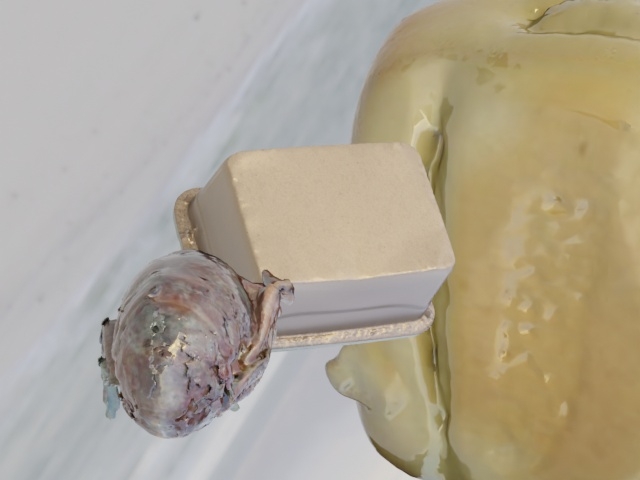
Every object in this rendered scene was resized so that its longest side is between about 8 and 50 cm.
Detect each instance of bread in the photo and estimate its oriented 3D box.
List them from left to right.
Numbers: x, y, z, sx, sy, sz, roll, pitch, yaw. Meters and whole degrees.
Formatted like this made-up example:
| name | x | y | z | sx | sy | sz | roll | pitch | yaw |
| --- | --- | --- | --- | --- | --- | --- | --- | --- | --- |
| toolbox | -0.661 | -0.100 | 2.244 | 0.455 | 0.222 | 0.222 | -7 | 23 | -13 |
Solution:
| name | x | y | z | sx | sy | sz | roll | pitch | yaw |
| --- | --- | --- | --- | --- | --- | --- | --- | --- | --- |
| bread | 0.200 | 0.001 | 1.266 | 0.253 | 0.348 | 0.376 | -34 | 126 | -51 |

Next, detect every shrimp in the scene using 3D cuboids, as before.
| name | x | y | z | sx | sy | sz | roll | pitch | yaw |
| --- | --- | --- | --- | --- | --- | --- | --- | --- | --- |
| shrimp | -0.050 | 0.040 | 0.700 | 0.190 | 0.075 | 0.073 | -139 | -126 | -84 |

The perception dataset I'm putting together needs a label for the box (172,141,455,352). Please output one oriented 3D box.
| name | x | y | z | sx | sy | sz | roll | pitch | yaw |
| --- | --- | --- | --- | --- | --- | --- | --- | --- | --- |
| box | 0.000 | 0.000 | 0.830 | 0.062 | 0.122 | 0.089 | 124 | -45 | -54 |
